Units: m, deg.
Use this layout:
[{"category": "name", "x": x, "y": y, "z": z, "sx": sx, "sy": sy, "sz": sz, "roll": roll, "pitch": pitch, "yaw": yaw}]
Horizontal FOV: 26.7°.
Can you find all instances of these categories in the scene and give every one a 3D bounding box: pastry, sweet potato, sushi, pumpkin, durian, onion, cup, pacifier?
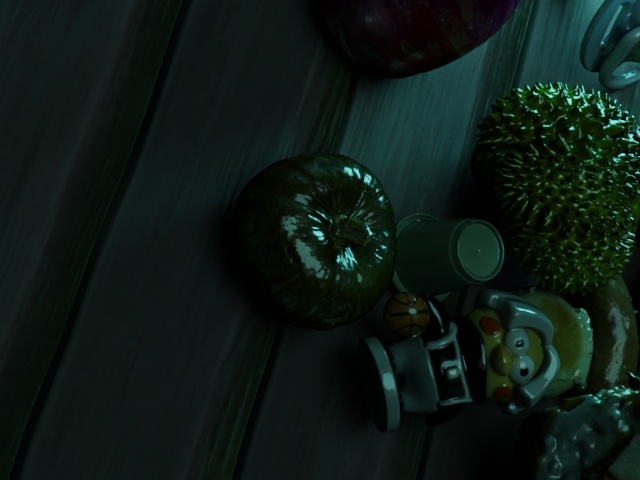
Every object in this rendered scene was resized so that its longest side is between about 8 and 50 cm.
[{"category": "pastry", "x": 0.285, "y": 0.136, "z": 1.797, "sx": 0.166, "sy": 0.088, "sz": 0.166, "roll": 7, "pitch": 78, "yaw": -31}, {"category": "sweet potato", "x": 0.391, "y": 0.109, "z": 1.871, "sx": 0.097, "sy": 0.097, "sz": 0.291, "roll": 10, "pitch": 73, "yaw": -32}, {"category": "sushi", "x": 0.390, "y": 0.361, "z": 1.620, "sx": 0.176, "sy": 0.417, "sz": 0.417, "roll": 29, "pitch": 60, "yaw": -62}, {"category": "pumpkin", "x": 0.000, "y": 0.000, "z": 1.597, "sx": 0.219, "sy": 0.162, "sz": 0.219, "roll": 8, "pitch": 76, "yaw": -37}, {"category": "durian", "x": 0.327, "y": -0.080, "z": 1.774, "sx": 0.291, "sy": 0.225, "sz": 0.291, "roll": 57, "pitch": 14, "yaw": -23}, {"category": "onion", "x": 0.140, "y": -0.335, "z": 1.723, "sx": 0.272, "sy": 0.230, "sz": 0.256, "roll": 36, "pitch": 63, "yaw": -31}, {"category": "cup", "x": 0.159, "y": 0.017, "z": 1.709, "sx": 0.120, "sy": 0.141, "sz": 0.120, "roll": 8, "pitch": 76, "yaw": -34}, {"category": "pacifier", "x": 0.456, "y": -0.358, "z": 1.984, "sx": 0.287, "sy": 0.238, "sz": 0.226, "roll": -21, "pitch": 61, "yaw": -30}]

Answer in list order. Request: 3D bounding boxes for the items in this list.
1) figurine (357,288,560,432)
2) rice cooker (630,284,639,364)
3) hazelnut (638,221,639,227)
[{"category": "figurine", "x": 0.170, "y": 0.138, "z": 1.653, "sx": 0.236, "sy": 0.133, "sz": 0.176, "roll": -11, "pitch": 98, "yaw": -12}, {"category": "rice cooker", "x": 0.515, "y": 0.093, "z": 1.929, "sx": 0.118, "sy": 0.142, "sz": 0.203, "roll": 42, "pitch": 58, "yaw": -5}, {"category": "hazelnut", "x": 0.519, "y": -0.080, "z": 1.962, "sx": 0.182, "sy": 0.182, "sz": 0.182, "roll": 8, "pitch": 76, "yaw": -32}]
